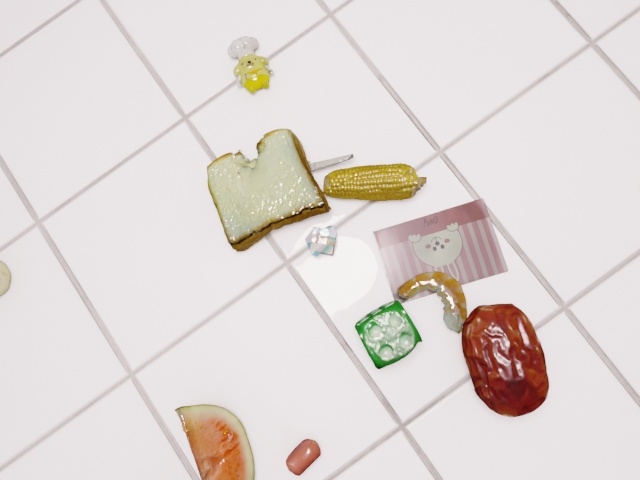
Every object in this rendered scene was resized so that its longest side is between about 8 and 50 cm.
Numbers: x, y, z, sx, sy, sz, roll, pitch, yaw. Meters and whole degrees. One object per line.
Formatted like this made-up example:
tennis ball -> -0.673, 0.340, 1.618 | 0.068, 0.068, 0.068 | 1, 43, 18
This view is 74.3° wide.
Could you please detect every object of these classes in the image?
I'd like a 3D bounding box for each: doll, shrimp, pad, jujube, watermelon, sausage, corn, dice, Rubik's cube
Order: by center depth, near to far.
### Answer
jujube -> 0.420, 0.270, 0.969 | 0.174, 0.174, 0.250 | -9, 85, 3
dice -> 0.160, 0.221, 1.010 | 0.128, 0.131, 0.120 | -30, 82, 2
watermelon -> -0.265, 0.524, 1.011 | 0.128, 0.159, 0.303 | -23, 83, 31
sausage -> -0.043, 0.524, 1.024 | 0.094, 0.059, 0.054 | -46, 70, 2
shrimp -> 0.276, 0.159, 1.049 | 0.166, 0.049, 0.161 | -9, 84, 4
corn -> 0.136, -0.146, 1.075 | 0.261, 0.097, 0.097 | -1, 83, 10
Rubik's cube -> 0.002, 0.002, 1.076 | 0.084, 0.073, 0.075 | -7, 82, 1
pad -> 0.306, 0.027, 1.086 | 0.299, 0.005, 0.202 | -16, 82, 2
doll -> -0.194, -0.482, 1.154 | 0.106, 0.062, 0.162 | -22, 81, -3

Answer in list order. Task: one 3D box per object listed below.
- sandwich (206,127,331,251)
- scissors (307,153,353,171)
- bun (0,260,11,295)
sandwich -> -0.145, -0.134, 1.075 | 0.273, 0.095, 0.249 | -24, 80, 10
scissors -> -0.013, -0.194, 1.107 | 0.212, 0.021, 0.110 | -12, 80, 15
bun -> -0.896, 0.103, 1.129 | 0.115, 0.069, 0.115 | 0, 82, 2
